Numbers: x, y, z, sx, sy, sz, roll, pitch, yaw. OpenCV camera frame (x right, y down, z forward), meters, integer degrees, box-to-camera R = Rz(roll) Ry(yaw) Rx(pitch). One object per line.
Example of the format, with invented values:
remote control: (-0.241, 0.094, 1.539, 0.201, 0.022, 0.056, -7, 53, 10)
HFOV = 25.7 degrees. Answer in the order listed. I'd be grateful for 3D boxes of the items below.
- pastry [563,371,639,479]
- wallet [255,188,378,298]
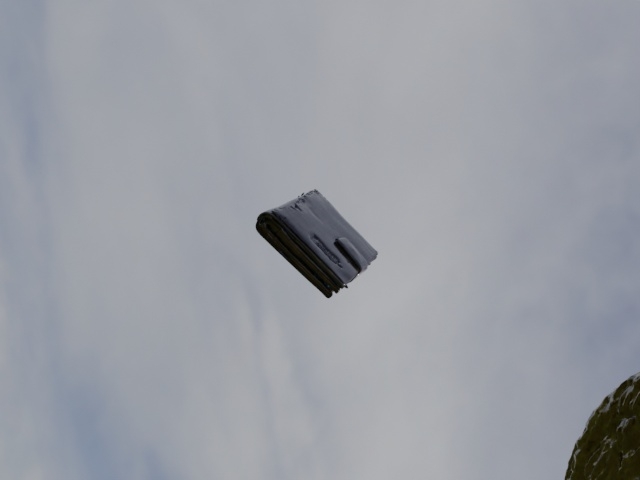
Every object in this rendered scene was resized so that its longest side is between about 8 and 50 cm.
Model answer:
pastry: (0.305, 0.233, 1.289, 0.235, 0.132, 0.240, -22, -140, 61)
wallet: (0.000, 0.000, 1.616, 0.124, 0.042, 0.230, 46, 13, 3)
